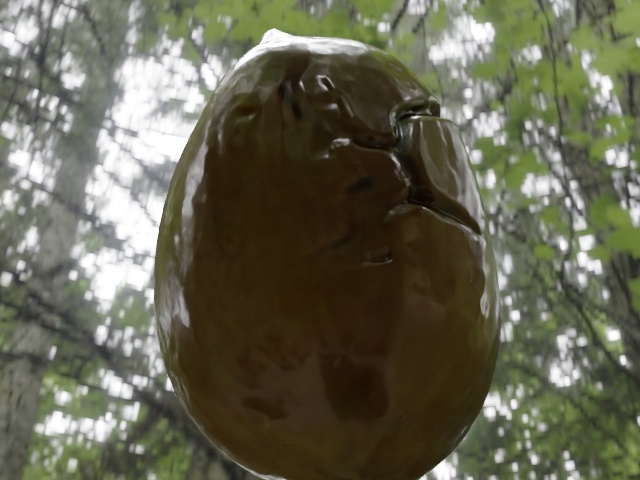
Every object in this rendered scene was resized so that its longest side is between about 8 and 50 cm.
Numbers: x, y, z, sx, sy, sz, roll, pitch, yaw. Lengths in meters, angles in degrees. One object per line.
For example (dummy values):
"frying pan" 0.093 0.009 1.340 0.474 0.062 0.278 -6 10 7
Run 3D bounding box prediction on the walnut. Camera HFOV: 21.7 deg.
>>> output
"walnut" 0.000 0.000 0.959 0.203 0.297 0.203 -11 -22 -4
